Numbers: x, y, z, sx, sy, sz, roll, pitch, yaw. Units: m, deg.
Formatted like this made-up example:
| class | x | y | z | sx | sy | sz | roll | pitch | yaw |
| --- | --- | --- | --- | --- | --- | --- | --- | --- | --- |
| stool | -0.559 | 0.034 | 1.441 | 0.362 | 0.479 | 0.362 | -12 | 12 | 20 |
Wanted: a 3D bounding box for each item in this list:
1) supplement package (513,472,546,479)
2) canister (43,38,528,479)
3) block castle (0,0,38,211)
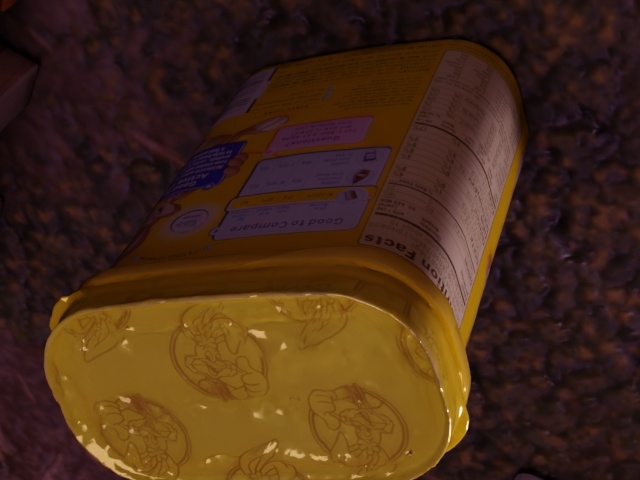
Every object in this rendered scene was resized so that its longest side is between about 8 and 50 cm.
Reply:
| class | x | y | z | sx | sy | sz | roll | pitch | yaw |
| --- | --- | --- | --- | --- | --- | --- | --- | --- | --- |
| supplement package | 0.121 | 0.281 | 0.542 | 0.199 | 0.262 | 0.198 | 21 | 128 | 3 |
| canister | 0.000 | 0.000 | 0.448 | 0.126 | 0.170 | 0.073 | -5 | 121 | 23 |
| block castle | -0.283 | -0.041 | 0.492 | 0.303 | 0.213 | 0.453 | 27 | 128 | 0 |
